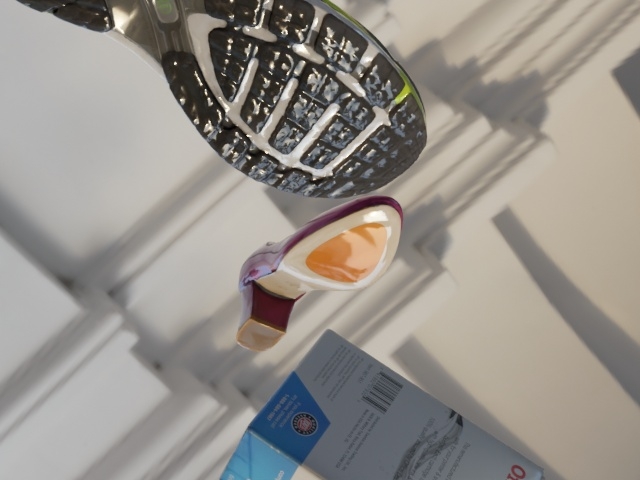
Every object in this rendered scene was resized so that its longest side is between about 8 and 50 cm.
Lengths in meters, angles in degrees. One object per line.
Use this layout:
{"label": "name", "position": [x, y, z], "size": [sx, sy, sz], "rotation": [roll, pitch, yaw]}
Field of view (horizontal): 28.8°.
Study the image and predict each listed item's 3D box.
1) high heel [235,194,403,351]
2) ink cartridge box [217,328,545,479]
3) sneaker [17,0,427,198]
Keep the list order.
{"label": "high heel", "position": [0.000, 0.000, 1.092], "size": [0.244, 0.082, 0.117], "rotation": [-50, -157, 48]}
{"label": "ink cartridge box", "position": [0.070, 0.274, 1.403], "size": [0.223, 0.307, 0.129], "rotation": [-46, 167, -55]}
{"label": "sneaker", "position": [-0.059, -0.139, 0.682], "size": [0.111, 0.300, 0.121], "rotation": [-42, -160, 28]}
